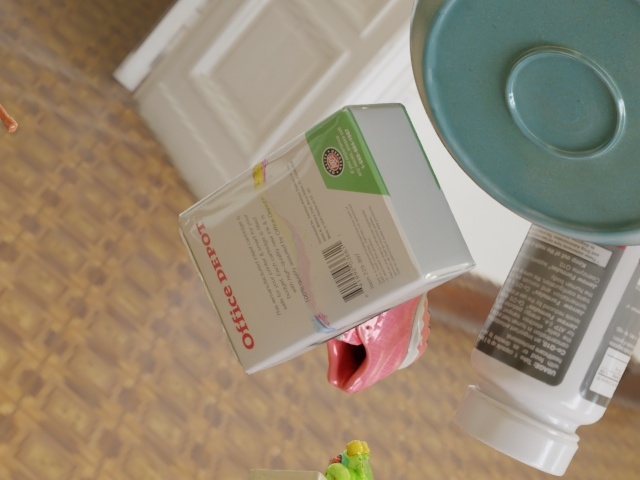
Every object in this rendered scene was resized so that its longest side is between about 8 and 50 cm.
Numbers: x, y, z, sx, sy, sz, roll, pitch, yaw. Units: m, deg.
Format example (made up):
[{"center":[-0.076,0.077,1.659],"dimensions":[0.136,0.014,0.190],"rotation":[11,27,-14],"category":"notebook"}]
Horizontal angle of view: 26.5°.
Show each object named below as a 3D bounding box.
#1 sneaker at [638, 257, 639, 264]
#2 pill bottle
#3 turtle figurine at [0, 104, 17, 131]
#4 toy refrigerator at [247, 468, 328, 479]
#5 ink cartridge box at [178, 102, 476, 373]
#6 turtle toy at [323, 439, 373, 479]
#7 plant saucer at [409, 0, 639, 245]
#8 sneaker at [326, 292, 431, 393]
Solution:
[{"center":[0.344,-0.089,1.360],"dimensions":[0.090,0.095,0.235],"rotation":[83,-4,-84],"category":"sneaker"},{"center":[0.265,0.103,1.508],"dimensions":[0.161,0.283,0.161],"rotation":[25,1,0],"category":"pill bottle"},{"center":[-0.426,-0.206,1.342],"dimensions":[0.217,0.087,0.269],"rotation":[-25,83,-36],"category":"turtle figurine"},{"center":[-0.005,0.394,1.837],"dimensions":[0.269,0.102,0.094],"rotation":[54,40,-51],"category":"toy refrigerator"},{"center":[0.000,0.000,1.140],"dimensions":[0.093,0.212,0.154],"rotation":[-12,75,-54],"category":"ink cartridge box"},{"center":[0.043,0.345,1.993],"dimensions":[0.130,0.066,0.095],"rotation":[39,33,-73],"category":"turtle toy"},{"center":[0.201,-0.117,1.089],"dimensions":[0.317,0.317,0.043],"rotation":[43,52,1],"category":"plant saucer"},{"center":[0.065,0.054,1.530],"dimensions":[0.116,0.313,0.136],"rotation":[27,45,28],"category":"sneaker"}]
